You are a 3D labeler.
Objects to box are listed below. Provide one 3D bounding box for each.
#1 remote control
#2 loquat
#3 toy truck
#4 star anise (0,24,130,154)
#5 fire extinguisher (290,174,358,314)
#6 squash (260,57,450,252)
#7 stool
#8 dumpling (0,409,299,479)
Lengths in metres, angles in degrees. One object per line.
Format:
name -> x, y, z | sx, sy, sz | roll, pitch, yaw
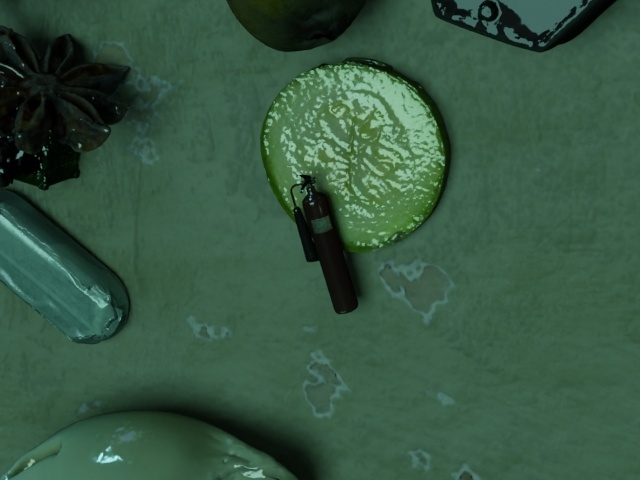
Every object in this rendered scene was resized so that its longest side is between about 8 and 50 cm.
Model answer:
remote control -> -0.343, 0.034, 1.936 | 0.247, 0.052, 0.104 | 38, 116, 7
loquat -> -0.027, -0.311, 1.641 | 0.179, 0.179, 0.227 | 10, 97, 21
toy truck -> -0.427, -0.134, 1.889 | 0.259, 0.121, 0.088 | 17, 111, 18
star anise -> -0.328, -0.175, 1.801 | 0.262, 0.230, 0.081 | 44, 143, 30
fire extinguisher -> 0.000, 0.000, 1.756 | 0.049, 0.035, 0.173 | 15, 126, 59
squash -> 0.039, -0.093, 1.741 | 0.219, 0.041, 0.219 | 6, 107, 22
stool -> 0.209, -0.305, 1.556 | 0.232, 0.141, 0.232 | 6, 105, 22
dumpling -> -0.194, 0.348, 1.900 | 0.395, 0.233, 0.315 | -14, 130, 12
